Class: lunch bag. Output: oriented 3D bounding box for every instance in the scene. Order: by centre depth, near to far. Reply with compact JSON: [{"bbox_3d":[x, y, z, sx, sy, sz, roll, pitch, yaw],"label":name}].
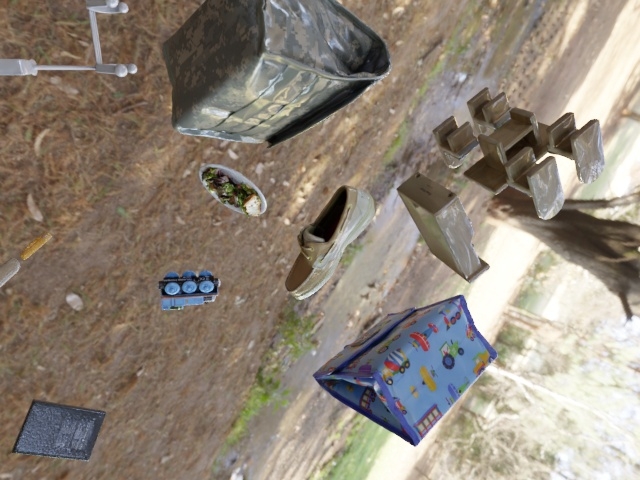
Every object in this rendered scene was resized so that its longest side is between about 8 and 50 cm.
[{"bbox_3d":[-0.054,-0.252,0.698,0.286,0.235,0.169,-2,80,-46],"label":"lunch bag"},{"bbox_3d":[0.130,0.220,0.847,0.220,0.138,0.293,-34,-173,-26],"label":"lunch bag"}]

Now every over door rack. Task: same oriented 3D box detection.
[{"bbox_3d":[-0.397,-0.386,0.722,0.324,0.108,0.240,-70,160,-68],"label":"over door rack"}]

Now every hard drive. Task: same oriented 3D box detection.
[{"bbox_3d":[-0.500,0.367,0.875,0.135,0.022,0.094,25,74,-31],"label":"hard drive"}]

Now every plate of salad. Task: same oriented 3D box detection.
[{"bbox_3d":[-0.235,-0.124,1.193,0.200,0.199,0.048,75,37,-56],"label":"plate of salad"}]

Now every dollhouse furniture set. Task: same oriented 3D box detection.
[{"bbox_3d":[0.264,-0.082,0.698,0.242,0.212,0.161,-39,127,-2],"label":"dollhouse furniture set"}]

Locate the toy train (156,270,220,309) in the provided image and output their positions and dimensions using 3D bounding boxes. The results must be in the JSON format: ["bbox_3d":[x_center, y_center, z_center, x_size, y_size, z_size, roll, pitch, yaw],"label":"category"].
[{"bbox_3d":[-0.397,0.151,1.375,0.183,0.080,0.105,-2,123,-17],"label":"toy train"}]

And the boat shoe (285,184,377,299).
[{"bbox_3d":[0.000,0.000,0.467,0.045,0.050,0.135,27,103,-39],"label":"boat shoe"}]

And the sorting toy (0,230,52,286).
[{"bbox_3d":[-0.621,0.095,0.782,0.047,0.195,0.348,52,53,-27],"label":"sorting toy"}]
